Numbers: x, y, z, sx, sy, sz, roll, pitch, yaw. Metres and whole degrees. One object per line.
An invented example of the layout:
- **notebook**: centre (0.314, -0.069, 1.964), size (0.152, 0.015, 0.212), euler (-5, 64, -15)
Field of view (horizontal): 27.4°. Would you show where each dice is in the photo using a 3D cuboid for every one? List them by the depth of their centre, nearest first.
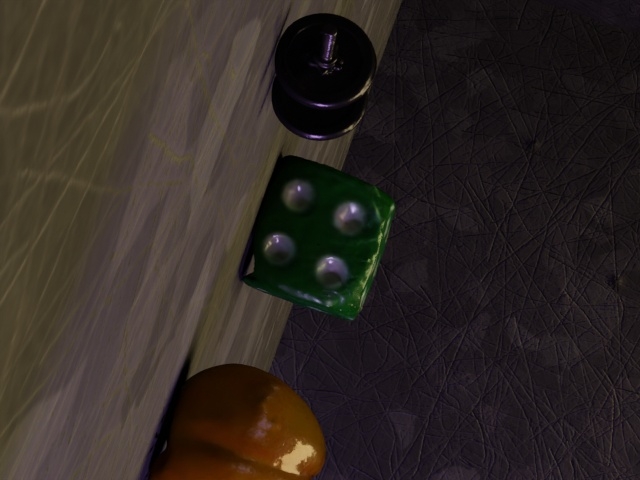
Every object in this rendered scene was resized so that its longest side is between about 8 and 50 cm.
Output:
- **dice**: centre (0.000, 0.000, 1.245), size (0.131, 0.120, 0.128), euler (83, 27, -83)

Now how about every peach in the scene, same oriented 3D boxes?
- **peach**: centre (-0.061, 0.167, 1.011), size (0.138, 0.138, 0.138), euler (19, 90, -88)

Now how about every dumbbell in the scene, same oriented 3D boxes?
- **dumbbell**: centre (0.001, -0.110, 0.895), size (0.147, 0.069, 0.069), euler (105, 5, -72)
